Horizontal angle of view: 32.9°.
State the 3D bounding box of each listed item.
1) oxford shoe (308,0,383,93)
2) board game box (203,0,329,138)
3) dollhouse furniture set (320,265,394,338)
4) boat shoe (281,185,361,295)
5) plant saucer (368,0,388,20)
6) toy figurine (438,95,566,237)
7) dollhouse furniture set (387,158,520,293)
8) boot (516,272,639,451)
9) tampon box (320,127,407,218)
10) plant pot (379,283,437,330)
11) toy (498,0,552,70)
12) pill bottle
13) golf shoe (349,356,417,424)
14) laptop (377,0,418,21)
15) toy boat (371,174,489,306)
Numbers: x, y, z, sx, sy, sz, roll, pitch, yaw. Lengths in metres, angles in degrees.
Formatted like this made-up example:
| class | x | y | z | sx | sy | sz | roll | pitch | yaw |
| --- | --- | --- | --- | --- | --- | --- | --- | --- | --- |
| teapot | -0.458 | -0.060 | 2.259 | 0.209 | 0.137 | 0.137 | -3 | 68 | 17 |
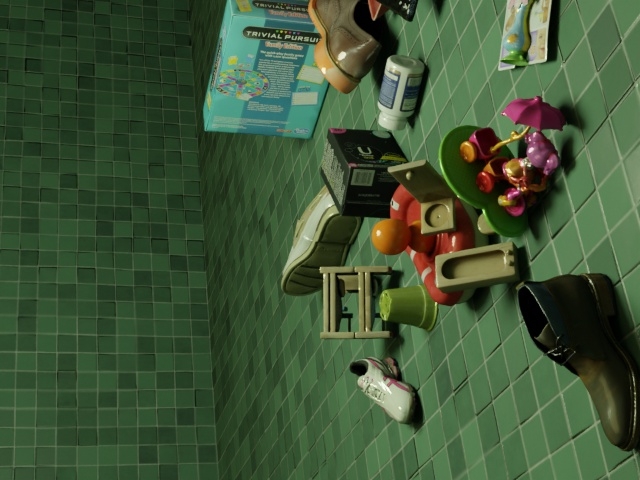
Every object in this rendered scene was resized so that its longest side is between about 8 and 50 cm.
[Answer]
| class | x | y | z | sx | sy | sz | roll | pitch | yaw |
| --- | --- | --- | --- | --- | --- | --- | --- | --- | --- |
| oxford shoe | 0.066 | -0.426 | 2.128 | 0.133 | 0.130 | 0.363 | -39 | 33 | 24 |
| board game box | -0.106 | -0.378 | 2.401 | 0.336 | 0.254 | 0.079 | 111 | 156 | -46 |
| dollhouse furniture set | 0.075 | 0.118 | 2.001 | 0.184 | 0.129 | 0.129 | 40 | -130 | -80 |
| boat shoe | 0.000 | 0.000 | 2.261 | 0.302 | 0.113 | 0.103 | 125 | 147 | -43 |
| plant saucer | 0.134 | -0.578 | 1.978 | 0.258 | 0.048 | 0.259 | 114 | 154 | -52 |
| toy figurine | 0.259 | -0.111 | 1.413 | 0.159 | 0.130 | 0.173 | -43 | 68 | 54 |
| dollhouse furniture set | 0.184 | -0.024 | 1.493 | 0.123 | 0.144 | 0.151 | 39 | -135 | -54 |
| boot | 0.291 | 0.137 | 1.238 | 0.082 | 0.106 | 0.219 | 115 | 152 | -53 |
| tampon box | 0.080 | -0.124 | 1.963 | 0.161 | 0.120 | 0.101 | -113 | 29 | -55 |
| plant pot | 0.142 | 0.109 | 1.796 | 0.083 | 0.079 | 0.083 | -179 | 90 | -74 |
| toy | 0.268 | -0.357 | 1.474 | 0.137 | 0.056 | 0.237 | -170 | 83 | -72 |
| pill bottle | 0.137 | -0.256 | 1.885 | 0.067 | 0.067 | 0.120 | -113 | 30 | -55 |
| golf shoe | 0.108 | 0.263 | 1.882 | 0.186 | 0.086 | 0.067 | -128 | 44 | -63 |
| laptop | 0.140 | -0.538 | 1.847 | 0.264 | 0.136 | 0.234 | 41 | 133 | 36 |
| toy boat | 0.150 | -0.007 | 1.656 | 0.231 | 0.151 | 0.151 | -112 | 30 | -54 |
